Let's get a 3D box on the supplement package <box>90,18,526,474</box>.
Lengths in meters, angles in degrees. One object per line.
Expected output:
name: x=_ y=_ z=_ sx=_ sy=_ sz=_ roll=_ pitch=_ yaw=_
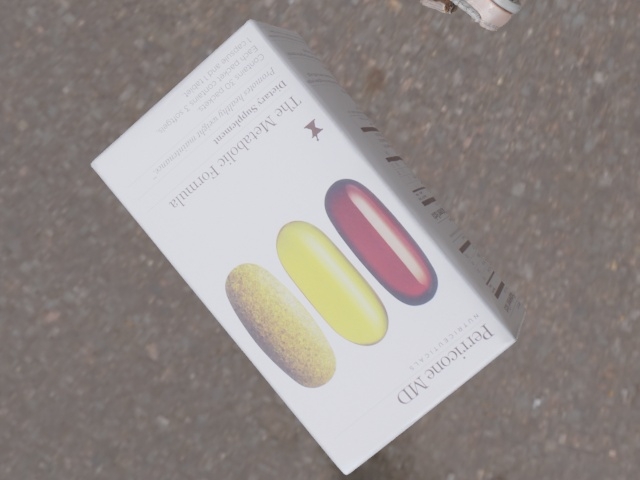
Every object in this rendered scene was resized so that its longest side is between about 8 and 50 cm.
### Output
supplement package: x=0.000 y=0.000 z=0.886 sx=0.139 sy=0.134 sz=0.244 roll=-41 pitch=87 yaw=12

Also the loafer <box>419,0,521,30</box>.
loafer: x=0.038 y=-0.129 z=0.625 sx=0.039 sy=0.045 sz=0.125 roll=-49 pitch=61 yaw=18
